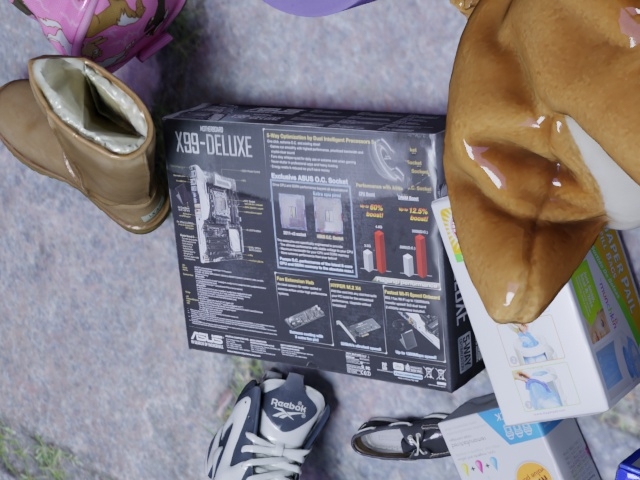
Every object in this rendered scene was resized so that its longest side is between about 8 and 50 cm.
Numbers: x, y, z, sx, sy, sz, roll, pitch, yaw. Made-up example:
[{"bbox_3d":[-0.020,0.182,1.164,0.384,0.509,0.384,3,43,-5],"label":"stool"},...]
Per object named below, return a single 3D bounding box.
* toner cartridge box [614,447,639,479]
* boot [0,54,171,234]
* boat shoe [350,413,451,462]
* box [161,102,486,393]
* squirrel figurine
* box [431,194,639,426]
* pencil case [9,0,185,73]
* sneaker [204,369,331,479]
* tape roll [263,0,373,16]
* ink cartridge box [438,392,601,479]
[{"bbox_3d":[0.314,0.365,1.257,0.165,0.075,0.348,19,111,32],"label":"toner cartridge box"},{"bbox_3d":[-0.240,-0.119,1.385,0.236,0.089,0.269,33,168,8],"label":"boot"},{"bbox_3d":[0.087,0.193,1.398,0.125,0.038,0.046,1,107,35],"label":"boat shoe"},{"bbox_3d":[0.000,0.000,1.364,0.307,0.076,0.242,6,110,33],"label":"box"},{"bbox_3d":[0.216,-0.200,0.971,0.370,0.281,0.397,98,157,-61],"label":"squirrel figurine"},{"bbox_3d":[0.191,0.037,1.219,0.103,0.114,0.203,-15,98,39],"label":"box"},{"bbox_3d":[-0.304,-0.318,1.405,0.386,0.167,0.160,39,116,18],"label":"pencil case"},{"bbox_3d":[-0.047,0.210,1.412,0.094,0.235,0.153,19,108,-11],"label":"sneaker"},{"bbox_3d":[0.004,-0.293,1.253,0.189,0.080,0.189,13,114,30],"label":"tape roll"},{"bbox_3d":[0.195,0.227,1.320,0.104,0.061,0.181,-21,94,38],"label":"ink cartridge box"}]
